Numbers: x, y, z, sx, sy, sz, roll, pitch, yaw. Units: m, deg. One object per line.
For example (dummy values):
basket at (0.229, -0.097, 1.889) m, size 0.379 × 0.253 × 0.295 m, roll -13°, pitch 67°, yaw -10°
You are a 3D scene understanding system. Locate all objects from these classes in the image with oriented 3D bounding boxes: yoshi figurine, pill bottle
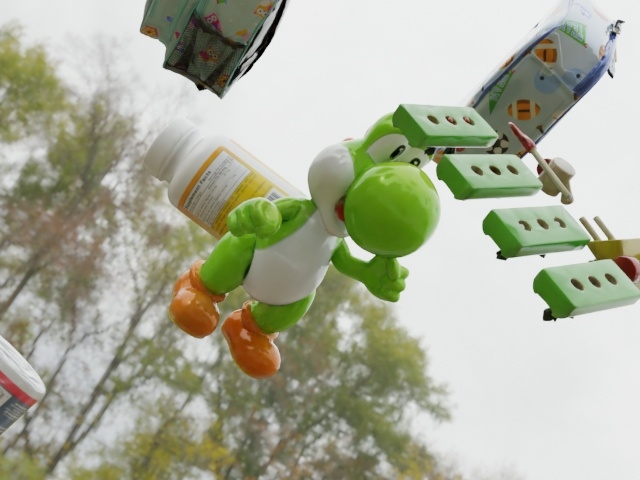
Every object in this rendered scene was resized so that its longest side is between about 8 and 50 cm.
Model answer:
yoshi figurine at (0.000, 0.009, 1.190) m, size 0.203 × 0.362 × 0.203 m, roll 49°, pitch 14°, yaw 13°
pill bottle at (-0.144, -0.077, 1.557) m, size 0.246 × 0.136 × 0.136 m, roll 37°, pitch -28°, yaw 3°
pill bottle at (-0.393, 0.184, 1.082) m, size 0.108 × 0.180 × 0.108 m, roll 46°, pitch -9°, yaw 9°

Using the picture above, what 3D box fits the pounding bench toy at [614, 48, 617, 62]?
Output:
pounding bench toy at (0.472, -0.317, 1.716) m, size 0.083 × 0.052 × 0.065 m, roll 1°, pitch -7°, yaw -22°

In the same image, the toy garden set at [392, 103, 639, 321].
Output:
toy garden set at (0.195, -0.024, 0.933) m, size 0.244 × 0.204 × 0.049 m, roll 54°, pitch -52°, yaw 28°

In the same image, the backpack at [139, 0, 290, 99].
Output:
backpack at (-0.098, -0.274, 1.091) m, size 0.144 × 0.165 × 0.188 m, roll 34°, pitch -45°, yaw -17°

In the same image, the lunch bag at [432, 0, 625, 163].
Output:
lunch bag at (0.289, -0.214, 1.428) m, size 0.115 × 0.243 × 0.303 m, roll 43°, pitch -58°, yaw -5°
